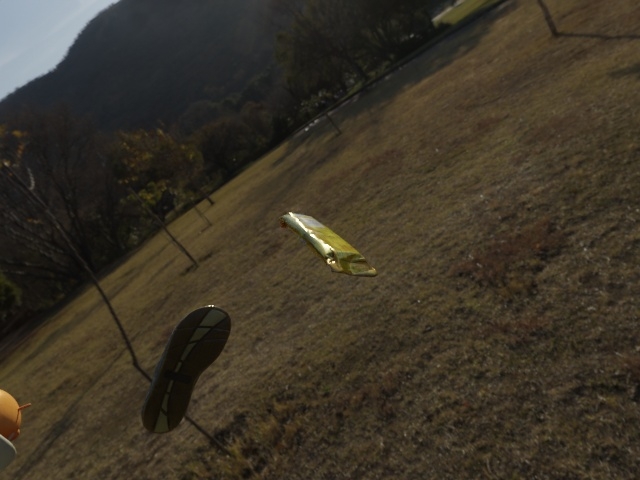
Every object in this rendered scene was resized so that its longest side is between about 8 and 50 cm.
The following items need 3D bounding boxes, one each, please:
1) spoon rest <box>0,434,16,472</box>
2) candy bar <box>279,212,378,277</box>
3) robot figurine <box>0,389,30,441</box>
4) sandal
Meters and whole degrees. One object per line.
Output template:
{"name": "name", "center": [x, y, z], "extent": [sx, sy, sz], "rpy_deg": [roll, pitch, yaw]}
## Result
{"name": "spoon rest", "center": [-0.287, 0.092, 0.259], "extent": [0.138, 0.276, 0.084], "rpy_deg": [-3, 55, 6]}
{"name": "candy bar", "center": [0.000, 0.000, 0.426], "extent": [0.161, 0.040, 0.018], "rpy_deg": [-141, 60, -64]}
{"name": "robot figurine", "center": [-0.681, 0.368, 0.911], "extent": [0.220, 0.158, 0.128], "rpy_deg": [-33, 16, -1]}
{"name": "sandal", "center": [-0.188, 0.170, 0.650], "extent": [0.180, 0.072, 0.049], "rpy_deg": [-65, 21, -13]}
